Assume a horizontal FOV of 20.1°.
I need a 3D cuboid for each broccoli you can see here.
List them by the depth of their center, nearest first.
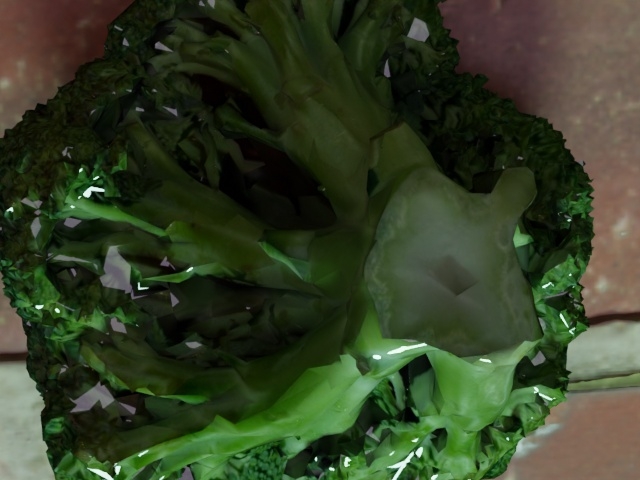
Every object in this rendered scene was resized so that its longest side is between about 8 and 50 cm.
[{"bbox_3d":[0.000,0.000,0.825,0.307,0.275,0.308,2,85,-20],"label":"broccoli"}]
